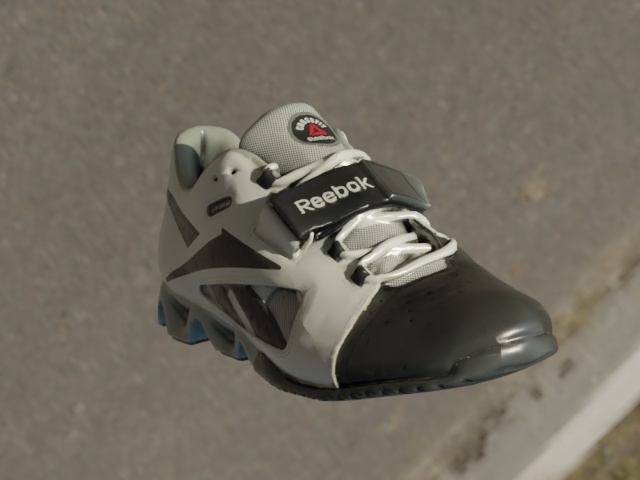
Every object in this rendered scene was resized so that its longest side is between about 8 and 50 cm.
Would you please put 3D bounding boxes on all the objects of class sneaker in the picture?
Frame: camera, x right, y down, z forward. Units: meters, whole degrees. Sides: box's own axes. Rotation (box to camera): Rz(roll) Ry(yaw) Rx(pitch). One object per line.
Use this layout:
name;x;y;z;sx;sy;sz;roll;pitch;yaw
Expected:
sneaker;0.000;0.000;1.112;0.122;0.330;0.146;-14;106;-35
